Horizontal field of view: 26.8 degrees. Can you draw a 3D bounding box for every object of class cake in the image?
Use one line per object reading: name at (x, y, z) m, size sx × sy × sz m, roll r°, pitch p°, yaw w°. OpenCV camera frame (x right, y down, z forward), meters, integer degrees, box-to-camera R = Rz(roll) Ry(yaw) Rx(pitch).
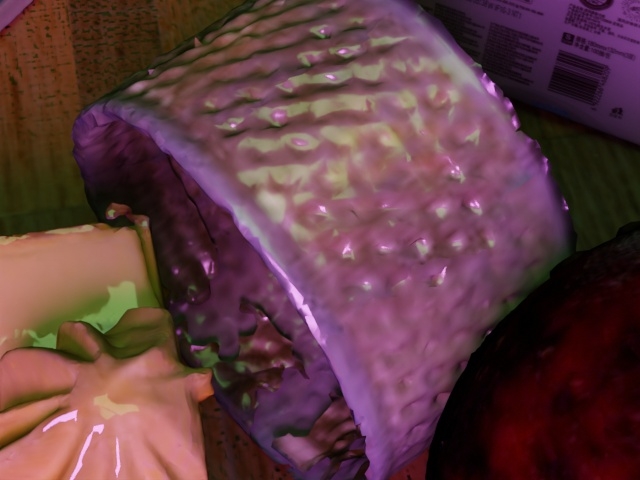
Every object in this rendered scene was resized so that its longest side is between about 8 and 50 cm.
cake at (-0.161, 0.120, 0.636) m, size 0.227 × 0.286 × 0.222 m, roll -11°, pitch 60°, yaw -8°

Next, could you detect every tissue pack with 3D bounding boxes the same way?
tissue pack at (0.152, -0.191, 0.909) m, size 0.229 × 0.159 × 0.145 m, roll 20°, pitch 60°, yaw 11°

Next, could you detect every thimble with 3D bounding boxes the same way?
thimble at (0.000, 0.000, 0.731) m, size 0.150 × 0.271 × 0.271 m, roll -36°, pitch 66°, yaw -20°

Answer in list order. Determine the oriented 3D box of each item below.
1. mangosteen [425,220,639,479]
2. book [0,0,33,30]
mangosteen at (0.192, 0.134, 0.579) m, size 0.311 × 0.311 × 0.311 m, roll 1°, pitch 59°, yaw -1°
book at (-0.411, -0.205, 0.977) m, size 0.379 × 0.031 × 0.264 m, roll 29°, pitch 63°, yaw 15°
